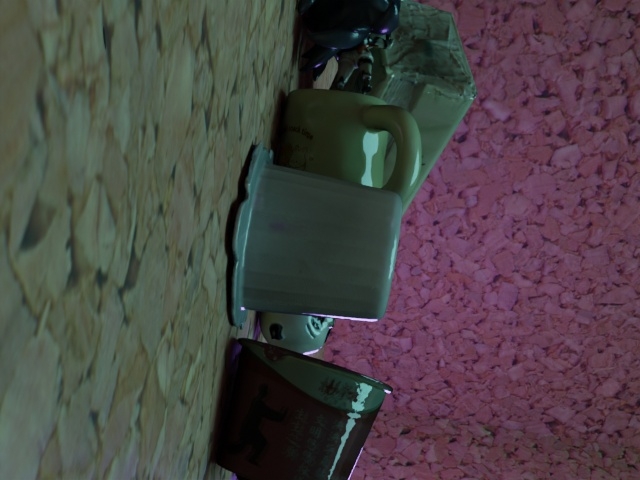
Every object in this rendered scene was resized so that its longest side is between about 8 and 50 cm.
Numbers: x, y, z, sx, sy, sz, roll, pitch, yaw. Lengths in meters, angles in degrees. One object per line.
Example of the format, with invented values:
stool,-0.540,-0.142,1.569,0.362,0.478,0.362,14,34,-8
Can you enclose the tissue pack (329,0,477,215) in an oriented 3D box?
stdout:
tissue pack,0.123,-0.242,1.703,0.297,0.207,0.380,-91,-159,-43

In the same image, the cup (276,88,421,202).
cup,0.054,-0.120,1.364,0.173,0.255,0.202,7,90,-66

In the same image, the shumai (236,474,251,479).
shumai,-0.084,0.368,1.454,0.120,0.201,0.201,-7,110,-44

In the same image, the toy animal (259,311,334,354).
toy animal,-0.029,0.110,1.479,0.166,0.138,0.179,65,24,-52

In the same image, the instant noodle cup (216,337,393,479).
instant noodle cup,-0.034,0.254,1.226,0.235,0.235,0.178,80,28,-78

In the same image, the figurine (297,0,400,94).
figurine,0.050,-0.371,1.458,0.265,0.175,0.197,-90,180,-58

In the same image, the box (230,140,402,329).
box,0.000,0.000,1.170,0.291,0.206,0.262,88,10,-82
